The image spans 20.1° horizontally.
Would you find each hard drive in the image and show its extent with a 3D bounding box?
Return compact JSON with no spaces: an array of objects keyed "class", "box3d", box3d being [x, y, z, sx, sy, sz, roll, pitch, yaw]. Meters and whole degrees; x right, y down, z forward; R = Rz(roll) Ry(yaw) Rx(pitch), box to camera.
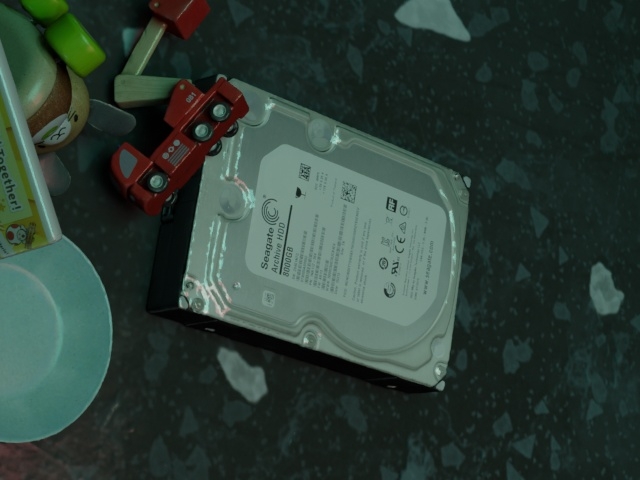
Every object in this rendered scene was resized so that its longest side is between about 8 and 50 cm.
[{"class":"hard drive","box3d":[0.000,0.000,1.773,0.339,0.064,0.237,21,70,-35]}]

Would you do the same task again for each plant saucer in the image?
[{"class":"plant saucer","box3d":[-0.271,0.078,1.554,0.195,0.037,0.195,8,78,-39]}]

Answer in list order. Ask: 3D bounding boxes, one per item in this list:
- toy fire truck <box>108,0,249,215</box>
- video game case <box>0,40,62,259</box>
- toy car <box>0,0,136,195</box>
[{"class":"toy fire truck","box3d":[-0.142,-0.131,1.659,0.135,0.047,0.192,39,82,17]},{"class":"video game case","box3d":[-0.336,-0.079,1.439,0.026,0.206,0.227,-42,116,-79]},{"class":"toy car","box3d":[-0.240,-0.111,1.551,0.155,0.149,0.188,-39,141,1]}]
